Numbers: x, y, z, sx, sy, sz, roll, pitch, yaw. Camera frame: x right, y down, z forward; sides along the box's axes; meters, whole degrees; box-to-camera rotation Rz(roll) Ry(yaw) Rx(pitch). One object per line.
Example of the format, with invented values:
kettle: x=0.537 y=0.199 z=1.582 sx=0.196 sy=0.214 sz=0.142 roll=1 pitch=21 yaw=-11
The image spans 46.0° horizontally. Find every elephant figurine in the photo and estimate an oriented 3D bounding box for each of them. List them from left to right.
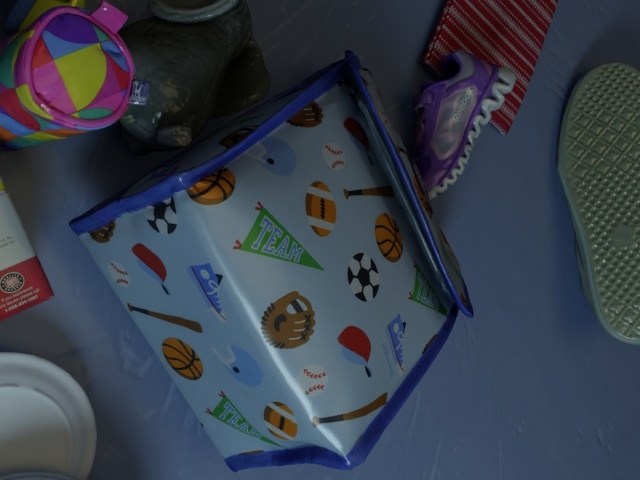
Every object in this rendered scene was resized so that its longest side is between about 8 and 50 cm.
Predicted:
elephant figurine: x=-0.126 y=-0.206 z=0.764 sx=0.239 sy=0.169 sz=0.186 roll=-44 pitch=92 yaw=-19

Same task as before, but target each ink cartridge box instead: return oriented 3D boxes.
ink cartridge box: x=-0.338 y=-0.005 z=0.651 sx=0.128 sy=0.127 sz=0.176 roll=-26 pitch=103 yaw=-31

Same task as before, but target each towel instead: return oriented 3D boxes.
towel: x=0.259 y=-0.322 z=1.119 sx=0.199 sy=0.031 sz=0.274 roll=32 pitch=73 yaw=-31

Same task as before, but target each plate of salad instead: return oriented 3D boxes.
plate of salad: x=-0.309 y=0.200 z=0.706 sx=0.200 sy=0.048 sz=0.199 roll=-6 pitch=100 yaw=-38

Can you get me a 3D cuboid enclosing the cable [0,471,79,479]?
cable: x=-0.275 y=0.343 z=0.672 sx=0.257 sy=0.089 sz=0.257 roll=-25 pitch=116 yaw=-33

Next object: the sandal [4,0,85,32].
sandal: x=-0.259 y=-0.342 z=0.726 sx=0.138 sy=0.126 sz=0.317 roll=24 pitch=74 yaw=-26

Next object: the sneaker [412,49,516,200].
sneaker: x=0.160 y=-0.156 z=1.008 sx=0.105 sy=0.095 sz=0.236 roll=34 pitch=79 yaw=-16

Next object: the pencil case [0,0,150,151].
pencil case: x=-0.246 y=-0.133 z=0.654 sx=0.104 sy=0.236 sz=0.104 roll=0 pitch=90 yaw=-42

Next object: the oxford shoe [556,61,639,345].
oxford shoe: x=0.469 y=-0.059 z=1.198 sx=0.130 sy=0.169 sz=0.449 roll=26 pitch=58 yaw=-73

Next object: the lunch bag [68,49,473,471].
lunch bag: x=0.000 y=0.000 z=0.822 sx=0.385 sy=0.239 sz=0.327 roll=-42 pitch=110 yaw=-45
